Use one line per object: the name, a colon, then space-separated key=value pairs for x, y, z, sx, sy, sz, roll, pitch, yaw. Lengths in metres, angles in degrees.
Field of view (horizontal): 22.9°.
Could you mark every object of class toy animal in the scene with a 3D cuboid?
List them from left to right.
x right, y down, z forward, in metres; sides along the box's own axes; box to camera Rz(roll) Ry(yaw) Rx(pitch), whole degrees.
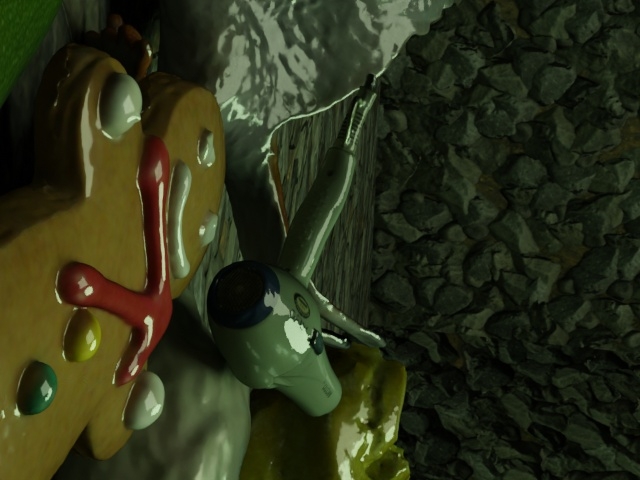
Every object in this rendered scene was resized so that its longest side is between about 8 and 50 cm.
toy animal: x=-0.067 y=0.167 z=0.966 sx=0.308 sy=0.188 sz=0.266 roll=-68 pitch=154 yaw=-54
toy animal: x=-0.056 y=-0.064 z=0.992 sx=0.302 sy=0.225 sz=0.284 roll=-1 pitch=90 yaw=-60

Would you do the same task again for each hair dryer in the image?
hair dryer: x=0.000 y=0.018 z=0.977 sx=0.167 sy=0.067 sz=0.199 roll=77 pitch=34 yaw=-50

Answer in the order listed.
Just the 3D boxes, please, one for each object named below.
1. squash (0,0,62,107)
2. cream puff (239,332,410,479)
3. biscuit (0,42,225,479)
squash: x=-0.144 y=-0.019 z=0.394 sx=0.378 sy=0.101 sz=0.101 roll=-74 pitch=169 yaw=-51
cream puff: x=-0.032 y=0.163 z=1.179 sx=0.221 sy=0.195 sz=0.194 roll=14 pitch=-80 yaw=56
biscuit: x=-0.107 y=0.019 z=0.739 sx=0.339 sy=0.047 sz=0.216 roll=-49 pitch=147 yaw=-60
